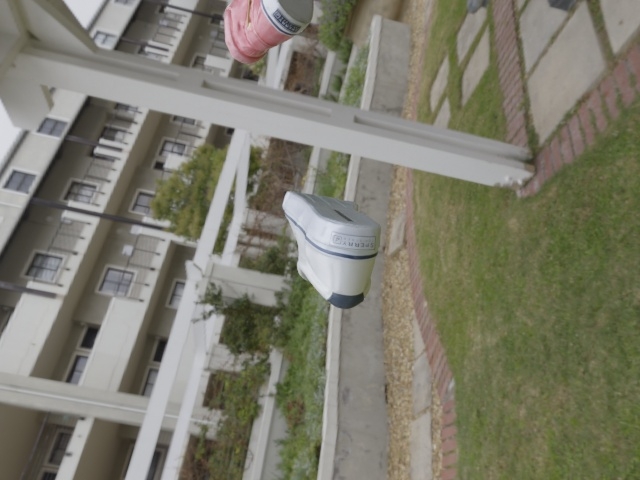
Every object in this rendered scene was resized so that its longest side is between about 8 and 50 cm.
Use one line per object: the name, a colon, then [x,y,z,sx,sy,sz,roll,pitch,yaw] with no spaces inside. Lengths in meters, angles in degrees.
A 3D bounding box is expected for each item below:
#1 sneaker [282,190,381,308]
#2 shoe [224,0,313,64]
sneaker: [0.000,0.000,0.555,0.258,0.094,0.091,-114,34,-76]
shoe: [-0.046,-0.251,0.464,0.081,0.063,0.178,-19,57,42]
